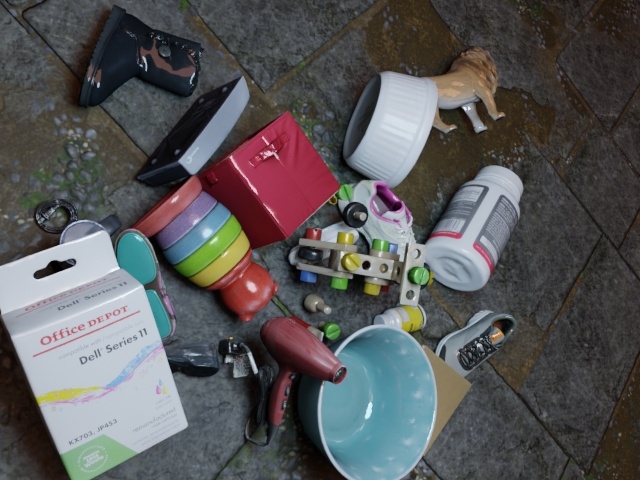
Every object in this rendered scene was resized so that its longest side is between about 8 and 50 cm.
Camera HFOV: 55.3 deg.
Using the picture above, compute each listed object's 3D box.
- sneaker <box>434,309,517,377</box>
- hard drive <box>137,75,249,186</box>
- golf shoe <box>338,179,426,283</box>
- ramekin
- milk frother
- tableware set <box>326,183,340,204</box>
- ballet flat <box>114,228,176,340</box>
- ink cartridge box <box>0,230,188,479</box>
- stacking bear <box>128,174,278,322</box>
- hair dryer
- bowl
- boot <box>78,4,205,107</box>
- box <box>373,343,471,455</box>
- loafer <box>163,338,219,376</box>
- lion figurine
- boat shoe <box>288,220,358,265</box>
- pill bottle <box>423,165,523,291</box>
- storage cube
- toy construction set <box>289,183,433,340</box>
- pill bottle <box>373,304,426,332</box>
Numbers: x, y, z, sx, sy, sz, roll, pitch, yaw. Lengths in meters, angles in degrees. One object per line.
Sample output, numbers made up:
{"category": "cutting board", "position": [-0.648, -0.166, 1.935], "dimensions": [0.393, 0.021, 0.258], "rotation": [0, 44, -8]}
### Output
{"category": "sneaker", "position": [0.380, 0.255, 1.504], "dimensions": [0.271, 0.108, 0.100], "rotation": [-35, 98, -30]}
{"category": "hard drive", "position": [-0.247, -0.215, 1.226], "dimensions": [0.054, 0.172, 0.255], "rotation": [48, 52, -29]}
{"category": "golf shoe", "position": [0.170, -0.014, 1.434], "dimensions": [0.306, 0.140, 0.115], "rotation": [50, 58, -12]}
{"category": "ramekin", "position": [0.151, -0.266, 1.424], "dimensions": [0.127, 0.273, 0.273], "rotation": [19, 68, -13]}
{"category": "milk frother", "position": [-0.440, -0.012, 1.076], "dimensions": [0.143, 0.134, 0.129], "rotation": [33, 62, -19]}
{"category": "tableware set", "position": [-0.022, -0.137, 1.421], "dimensions": [0.154, 0.024, 0.104], "rotation": [36, 62, -18]}
{"category": "ballet flat", "position": [-0.325, 0.079, 1.142], "dimensions": [0.076, 0.079, 0.222], "rotation": [-18, 105, -4]}
{"category": "ink cartridge box", "position": [-0.370, 0.184, 0.987], "dimensions": [0.207, 0.119, 0.354], "rotation": [-24, 115, -28]}
{"category": "stacking bear", "position": [-0.207, 0.028, 1.197], "dimensions": [0.289, 0.164, 0.175], "rotation": [49, 59, -16]}
{"category": "hair dryer", "position": [-0.062, 0.255, 1.149], "dimensions": [0.080, 0.293, 0.224], "rotation": [-13, 80, -47]}
{"category": "bowl", "position": [0.074, 0.328, 1.255], "dimensions": [0.311, 0.163, 0.312], "rotation": [5, 81, -37]}
{"category": "boot", "position": [-0.354, -0.341, 1.237], "dimensions": [0.207, 0.094, 0.247], "rotation": [21, 61, -20]}
{"category": "box", "position": [0.235, 0.366, 1.402], "dimensions": [0.164, 0.021, 0.201], "rotation": [40, 78, -15]}
{"category": "loafer", "position": [-0.277, 0.218, 1.163], "dimensions": [0.170, 0.062, 0.061], "rotation": [15, 47, -28]}
{"category": "lion figurine", "position": [0.338, -0.393, 1.636], "dimensions": [0.392, 0.142, 0.240], "rotation": [-17, 79, -28]}
{"category": "boat shoe", "position": [0.000, 0.000, 1.379], "dimensions": [0.184, 0.066, 0.063], "rotation": [-24, 63, -23]}
{"category": "pill bottle", "position": [0.397, -0.041, 1.551], "dimensions": [0.176, 0.176, 0.319], "rotation": [44, 60, -13]}
{"category": "storage cube", "position": [-0.112, -0.115, 1.255], "dimensions": [0.183, 0.215, 0.193], "rotation": [-45, 107, -32]}
{"category": "toy construction set", "position": [0.082, 0.084, 1.249], "dimensions": [0.257, 0.237, 0.309], "rotation": [38, 81, -27]}
{"category": "pill bottle", "position": [0.185, 0.188, 1.431], "dimensions": [0.116, 0.065, 0.065], "rotation": [-7, 81, -31]}
